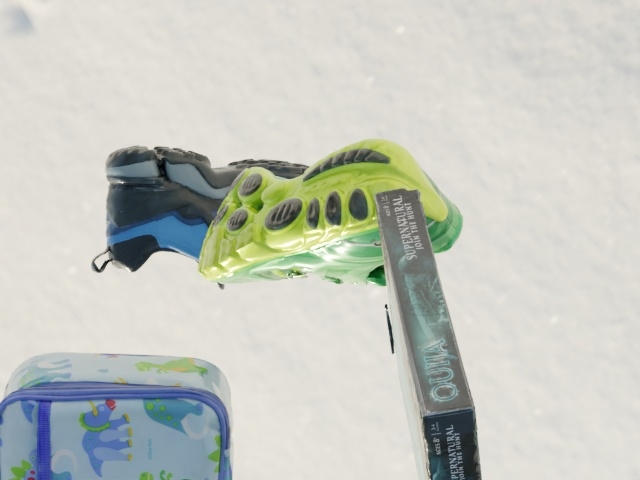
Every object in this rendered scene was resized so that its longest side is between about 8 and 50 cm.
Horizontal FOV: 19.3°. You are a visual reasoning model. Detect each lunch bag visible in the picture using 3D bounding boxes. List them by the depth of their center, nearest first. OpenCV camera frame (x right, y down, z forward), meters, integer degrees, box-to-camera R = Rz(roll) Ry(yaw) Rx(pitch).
[{"bbox_3d":[-0.151,0.192,1.334,0.176,0.090,0.219,3,108,-3],"label":"lunch bag"}]

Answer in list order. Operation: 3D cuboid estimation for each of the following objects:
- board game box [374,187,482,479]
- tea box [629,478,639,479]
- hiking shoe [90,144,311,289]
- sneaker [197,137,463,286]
[{"bbox_3d":[0.055,0.075,0.930,0.026,0.186,0.126,-9,123,0],"label":"board game box"},{"bbox_3d":[0.250,0.415,1.728,0.329,0.323,0.220,-10,134,22],"label":"tea box"},{"bbox_3d":[-0.070,-0.015,1.869,0.113,0.304,0.132,-138,56,-79],"label":"hiking shoe"},{"bbox_3d":[0.000,0.000,1.523,0.123,0.109,0.295,35,156,-27],"label":"sneaker"}]
